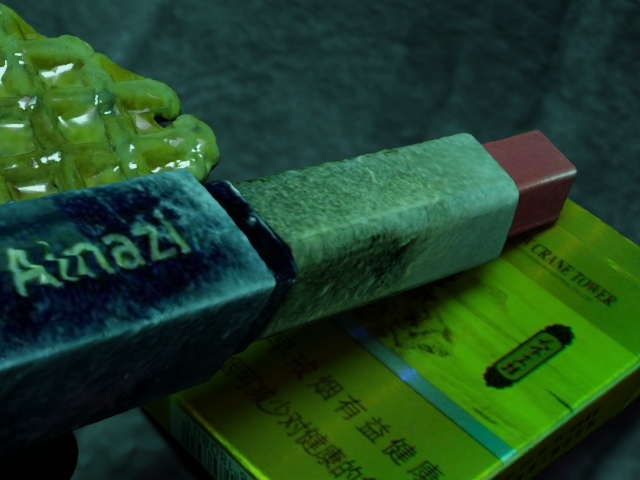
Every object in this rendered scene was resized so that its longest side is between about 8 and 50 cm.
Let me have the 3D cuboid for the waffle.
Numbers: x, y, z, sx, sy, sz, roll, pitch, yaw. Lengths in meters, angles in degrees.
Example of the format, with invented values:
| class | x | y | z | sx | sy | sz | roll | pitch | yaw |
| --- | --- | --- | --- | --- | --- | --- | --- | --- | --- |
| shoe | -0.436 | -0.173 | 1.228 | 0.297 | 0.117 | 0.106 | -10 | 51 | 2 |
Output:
| class | x | y | z | sx | sy | sz | roll | pitch | yaw |
| --- | --- | --- | --- | --- | --- | --- | --- | --- | --- |
| waffle | -0.136 | -0.018 | 0.539 | 0.184 | 0.036 | 0.169 | 23 | 58 | 4 |

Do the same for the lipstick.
| class | x | y | z | sx | sy | sz | roll | pitch | yaw |
| --- | --- | --- | --- | --- | --- | --- | --- | --- | --- |
| lipstick | 0.000 | 0.000 | 0.464 | 0.312 | 0.051 | 0.051 | -15 | 56 | -48 |

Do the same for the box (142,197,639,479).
| class | x | y | z | sx | sy | sz | roll | pitch | yaw |
| --- | --- | --- | --- | --- | --- | --- | --- | --- | --- |
| box | 0.043 | 0.043 | 0.545 | 0.193 | 0.030 | 0.121 | -29 | 52 | -30 |

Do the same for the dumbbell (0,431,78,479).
| class | x | y | z | sx | sy | sz | roll | pitch | yaw |
| --- | --- | --- | --- | --- | --- | --- | --- | --- | --- |
| dumbbell | -0.097 | 0.143 | 0.400 | 0.143 | 0.143 | 0.325 | -27 | 72 | -28 |
